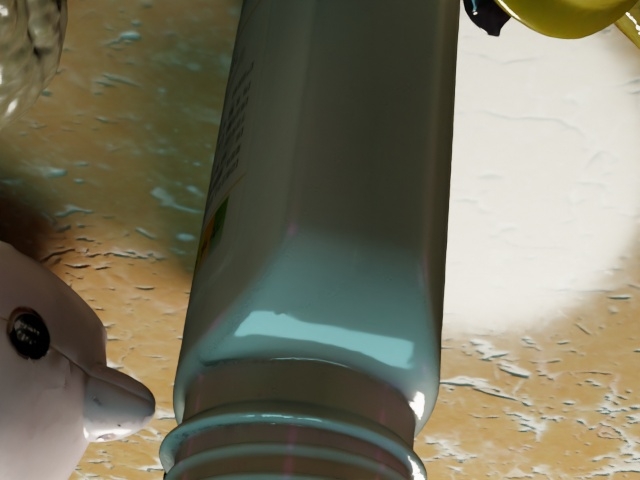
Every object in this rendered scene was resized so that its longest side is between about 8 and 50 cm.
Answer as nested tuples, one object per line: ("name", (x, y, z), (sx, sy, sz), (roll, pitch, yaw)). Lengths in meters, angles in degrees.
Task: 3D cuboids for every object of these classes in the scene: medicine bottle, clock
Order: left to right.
("clock", (-0.342, 0.134, 0.976), (0.376, 0.251, 0.368), (-20, 138, 35))
("medicine bottle", (0.000, 0.000, 0.643), (0.124, 0.324, 0.179), (14, 145, -8))

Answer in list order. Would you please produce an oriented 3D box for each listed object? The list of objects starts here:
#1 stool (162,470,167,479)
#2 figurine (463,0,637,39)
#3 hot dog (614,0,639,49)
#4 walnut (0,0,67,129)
("stool", (-0.023, 0.123, 0.933), (0.141, 0.232, 0.232), (17, 145, -9))
("figurine", (0.047, -0.174, 0.505), (0.256, 0.167, 0.192), (0, 108, 12))
("hot dog", (0.143, -0.139, 0.650), (0.215, 0.066, 0.047), (34, 110, -32))
("walnut", (-0.214, -0.120, 0.658), (0.178, 0.178, 0.230), (5, 156, 3))
